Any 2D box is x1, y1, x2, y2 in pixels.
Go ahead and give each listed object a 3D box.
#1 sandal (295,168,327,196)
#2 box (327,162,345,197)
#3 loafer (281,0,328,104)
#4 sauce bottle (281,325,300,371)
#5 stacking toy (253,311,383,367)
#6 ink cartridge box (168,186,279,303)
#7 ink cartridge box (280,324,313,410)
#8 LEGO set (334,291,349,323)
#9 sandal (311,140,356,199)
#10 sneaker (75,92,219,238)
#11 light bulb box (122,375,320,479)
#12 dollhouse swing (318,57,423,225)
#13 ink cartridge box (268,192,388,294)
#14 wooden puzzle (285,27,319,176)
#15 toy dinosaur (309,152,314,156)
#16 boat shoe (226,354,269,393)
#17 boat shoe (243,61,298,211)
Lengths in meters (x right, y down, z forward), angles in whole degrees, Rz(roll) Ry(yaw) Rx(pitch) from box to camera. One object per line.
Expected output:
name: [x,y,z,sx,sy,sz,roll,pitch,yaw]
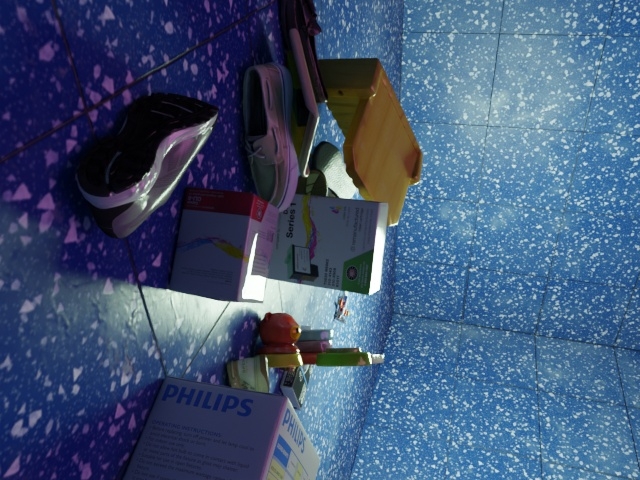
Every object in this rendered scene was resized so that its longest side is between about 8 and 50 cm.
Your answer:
sandal: [-0.014,-0.127,1.482,0.219,0.089,0.060,72,18,-56]
box: [0.052,-0.107,1.778,0.063,0.067,0.324,-65,157,-48]
loafer: [-0.029,-0.463,1.251,0.109,0.095,0.303,-61,154,-55]
sauce bottle: [-0.081,0.302,1.513,0.042,0.042,0.128,45,52,-71]
stacking toy: [0.003,0.246,1.353,0.309,0.279,0.131,26,60,-68]
ink cartridge box: [-0.160,0.013,0.917,0.128,0.127,0.177,32,65,-74]
ink cartridge box: [-0.058,0.399,1.637,0.208,0.045,0.206,81,21,-49]
LEGO set: [0.105,0.211,2.142,0.182,0.060,0.245,-41,136,-63]
sandal: [0.029,-0.190,1.530,0.097,0.054,0.254,-49,148,-8]
sneaker: [-0.223,-0.112,0.722,0.108,0.100,0.272,102,11,-45]
light bulb box: [-0.170,0.475,0.903,0.358,0.225,0.361,76,25,-52]
dollhouse swing: [0.083,-0.242,1.432,0.305,0.315,0.347,-58,137,-20]
ink cartridge box: [0.000,0.000,1.225,0.117,0.277,0.202,-9,106,-71]
wooden puzzle: [-0.052,-0.285,1.150,0.239,0.044,0.221,102,-22,-63]
toy dinosaur: [0.004,-0.218,1.554,0.212,0.064,0.112,70,31,-59]
boat shoe: [-0.161,0.375,1.198,0.105,0.089,0.286,-113,-156,-64]
boat shoe: [-0.114,-0.203,1.092,0.094,0.109,0.303,-18,111,-49]
